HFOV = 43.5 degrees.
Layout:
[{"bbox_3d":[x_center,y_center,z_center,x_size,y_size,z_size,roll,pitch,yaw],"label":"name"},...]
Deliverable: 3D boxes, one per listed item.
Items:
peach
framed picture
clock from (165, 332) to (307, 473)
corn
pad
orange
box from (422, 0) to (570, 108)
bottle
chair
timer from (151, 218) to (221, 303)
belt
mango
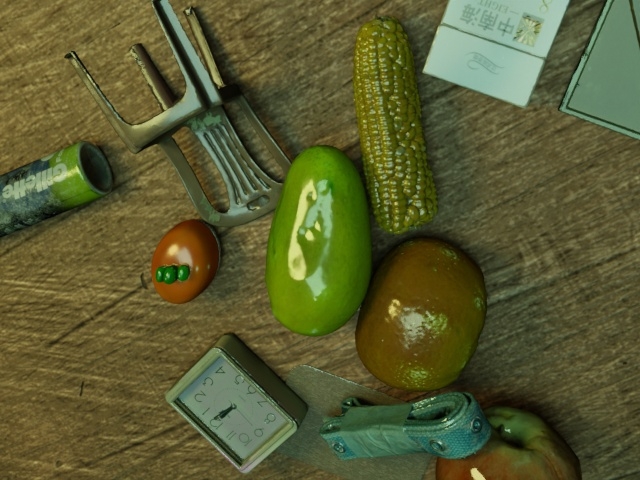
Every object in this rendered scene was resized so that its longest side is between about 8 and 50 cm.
[{"bbox_3d":[0.280,0.371,1.202,0.214,0.214,0.235,5,125,10],"label":"peach"},{"bbox_3d":[0.454,-0.259,1.077,0.184,0.016,0.250,20,108,5],"label":"framed picture"},{"bbox_3d":[-0.139,0.268,1.314,0.192,0.071,0.147,45,110,-3],"label":"clock"},{"bbox_3d":[0.097,-0.159,1.132,0.102,0.102,0.313,-10,102,13],"label":"corn"},{"bbox_3d":[0.055,0.318,1.328,0.266,0.002,0.176,20,109,5],"label":"pad"},{"bbox_3d":[0.145,0.119,1.170,0.179,0.158,0.237,20,109,7],"label":"orange"},{"bbox_3d":[0.249,-0.316,1.073,0.155,0.067,0.243,20,108,6],"label":"box"},{"bbox_3d":[-0.494,-0.060,1.278,0.330,0.093,0.093,-20,101,15],"label":"bottle"},{"bbox_3d":[-0.180,-0.159,1.143,0.175,0.183,0.326,-27,98,18],"label":"chair"},{"bbox_3d":[-0.210,0.038,1.238,0.099,0.136,0.136,7,107,3],"label":"timer"},{"bbox_3d":[0.119,0.280,1.205,0.302,0.087,0.072,-16,118,46],"label":"belt"},{"bbox_3d":[-0.002,0.003,1.158,0.149,0.185,0.273,4,90,-12],"label":"mango"}]
